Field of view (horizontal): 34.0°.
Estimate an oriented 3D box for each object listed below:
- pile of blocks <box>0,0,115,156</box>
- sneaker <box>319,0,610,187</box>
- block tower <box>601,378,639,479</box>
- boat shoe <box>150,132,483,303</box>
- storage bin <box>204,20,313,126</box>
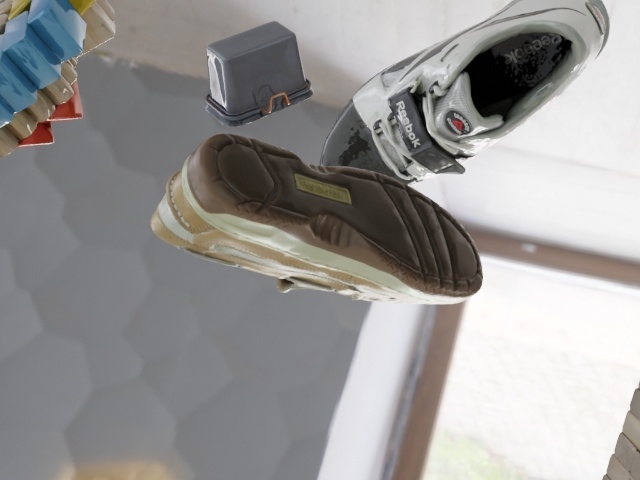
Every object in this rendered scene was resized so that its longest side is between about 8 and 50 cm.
[{"bbox_3d":[-0.251,-0.088,0.808,0.149,0.362,0.112,26,161,46],"label":"pile of blocks"},{"bbox_3d":[0.117,-0.128,1.000,0.331,0.146,0.122,-35,98,26],"label":"sneaker"},{"bbox_3d":[0.226,0.243,0.703,0.091,0.335,0.097,11,-167,-11],"label":"block tower"},{"bbox_3d":[0.000,0.000,0.554,0.190,0.068,0.072,21,136,-31],"label":"boat shoe"},{"bbox_3d":[-0.081,-0.216,1.341,0.098,0.135,0.091,43,150,44],"label":"storage bin"}]
